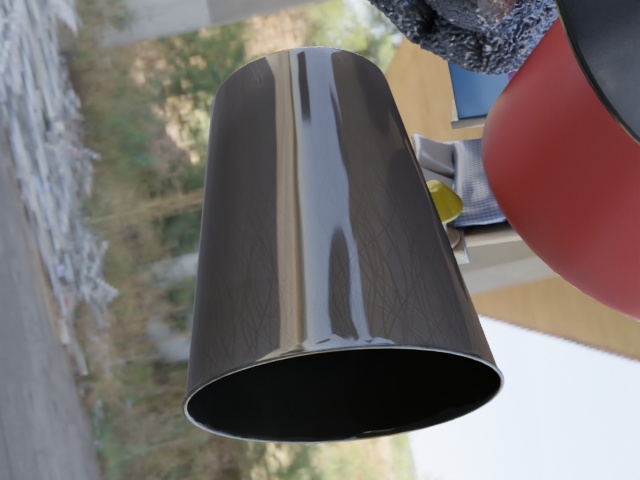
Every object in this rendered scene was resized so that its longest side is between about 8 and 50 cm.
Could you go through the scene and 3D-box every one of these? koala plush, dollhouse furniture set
[{"bbox_3d":[0.153,-0.234,0.873,0.203,0.196,0.221,48,-11,-9],"label":"koala plush"},{"bbox_3d":[0.214,-0.139,1.003,0.303,0.286,0.198,-79,158,-51],"label":"dollhouse furniture set"}]

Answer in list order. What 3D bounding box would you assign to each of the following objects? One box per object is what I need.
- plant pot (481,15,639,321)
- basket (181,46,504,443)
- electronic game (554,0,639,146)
[{"bbox_3d":[0.273,-0.109,0.722,0.243,0.275,0.275,113,-29,-45],"label":"plant pot"},{"bbox_3d":[0.000,0.000,0.737,0.154,0.204,0.226,125,-38,-53],"label":"basket"},{"bbox_3d":[0.195,-0.119,0.409,0.048,0.229,0.229,-120,-162,-83],"label":"electronic game"}]
